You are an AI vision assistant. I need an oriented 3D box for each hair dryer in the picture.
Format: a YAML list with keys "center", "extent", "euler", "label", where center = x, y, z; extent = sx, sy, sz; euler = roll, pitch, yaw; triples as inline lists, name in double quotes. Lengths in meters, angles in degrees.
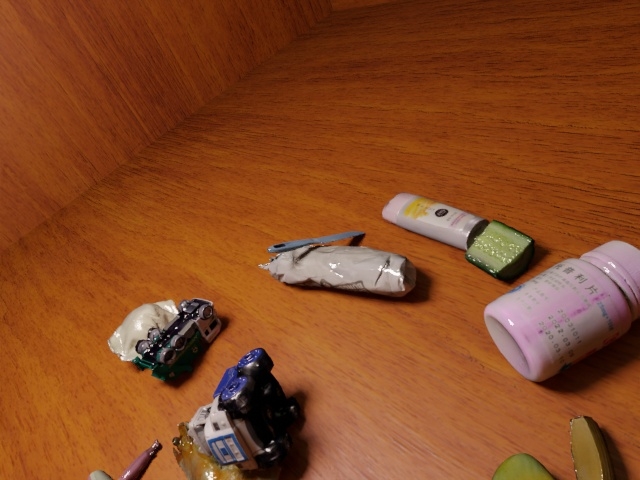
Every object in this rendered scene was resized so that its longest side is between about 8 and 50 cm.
- center: [-0.395, 0.476, 0.951]
  extent: [0.154, 0.054, 0.106]
  euler: [-36, 32, -28]
  label: "hair dryer"

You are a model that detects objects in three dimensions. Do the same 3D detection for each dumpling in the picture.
- center: [-0.446, 0.242, 1.217]
  extent: [0.155, 0.111, 0.181]
  euler: [41, 77, 19]
  label: "dumpling"

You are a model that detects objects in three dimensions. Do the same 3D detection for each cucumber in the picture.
- center: [0.380, 0.028, 0.985]
  extent: [0.116, 0.062, 0.115]
  euler: [-42, 37, -8]
  label: "cucumber"

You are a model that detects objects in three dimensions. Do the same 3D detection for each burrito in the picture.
- center: [0.028, 0.064, 1.122]
  extent: [0.445, 0.101, 0.139]
  euler: [3, 24, 36]
  label: "burrito"

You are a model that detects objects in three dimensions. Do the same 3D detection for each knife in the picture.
- center: [0.000, 0.000, 1.156]
  extent: [0.312, 0.019, 0.044]
  euler: [-12, 23, -41]
  label: "knife"

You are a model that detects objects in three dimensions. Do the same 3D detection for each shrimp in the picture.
- center: [-0.192, 0.412, 0.886]
  extent: [0.294, 0.062, 0.154]
  euler: [15, 41, 39]
  label: "shrimp"

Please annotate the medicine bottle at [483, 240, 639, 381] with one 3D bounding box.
- center: [0.422, 0.115, 0.779]
  extent: [0.254, 0.152, 0.152]
  euler: [-30, 37, -3]
  label: "medicine bottle"

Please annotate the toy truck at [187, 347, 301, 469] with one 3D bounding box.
- center: [-0.152, 0.318, 0.861]
  extent: [0.176, 0.161, 0.213]
  euler: [-22, 13, 14]
  label: "toy truck"

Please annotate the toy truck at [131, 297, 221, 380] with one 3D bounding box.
- center: [-0.339, 0.248, 1.129]
  extent: [0.110, 0.116, 0.216]
  euler: [5, 40, 35]
  label: "toy truck"

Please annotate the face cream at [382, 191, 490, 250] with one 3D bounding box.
- center: [0.277, -0.050, 1.135]
  extent: [0.107, 0.073, 0.269]
  euler: [-34, 35, -22]
  label: "face cream"

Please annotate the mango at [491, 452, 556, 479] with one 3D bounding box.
- center: [0.287, 0.375, 0.600]
  extent: [0.130, 0.092, 0.195]
  euler: [-17, 33, 17]
  label: "mango"

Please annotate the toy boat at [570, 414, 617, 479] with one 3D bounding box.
- center: [0.385, 0.318, 0.644]
  extent: [0.047, 0.048, 0.149]
  euler: [-39, 26, 41]
  label: "toy boat"
